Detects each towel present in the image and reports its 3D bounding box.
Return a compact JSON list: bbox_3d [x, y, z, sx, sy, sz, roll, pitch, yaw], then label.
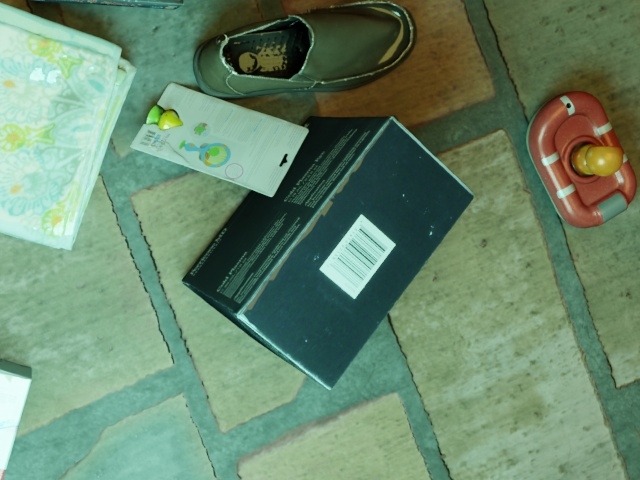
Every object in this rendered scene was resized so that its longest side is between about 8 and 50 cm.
[{"bbox_3d":[-0.492,-0.185,1.542,0.374,0.090,0.321,18,86,-13],"label":"towel"}]

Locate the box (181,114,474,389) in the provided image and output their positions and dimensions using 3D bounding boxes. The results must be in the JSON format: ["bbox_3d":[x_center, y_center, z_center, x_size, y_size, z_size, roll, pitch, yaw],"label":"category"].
[{"bbox_3d":[0.000,0.000,1.540,0.179,0.312,0.343,41,82,-21],"label":"box"}]

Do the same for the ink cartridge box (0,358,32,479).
[{"bbox_3d":[-0.477,0.267,1.532,0.072,0.127,0.175,17,87,-15],"label":"ink cartridge box"}]

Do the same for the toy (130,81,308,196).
[{"bbox_3d":[-0.153,-0.145,1.610,0.237,0.056,0.137,21,61,9],"label":"toy"}]

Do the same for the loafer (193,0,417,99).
[{"bbox_3d":[-0.010,-0.291,1.635,0.365,0.130,0.134,-17,95,-13],"label":"loafer"}]

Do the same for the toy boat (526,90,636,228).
[{"bbox_3d":[0.445,-0.136,1.738,0.151,0.151,0.231,-30,98,-12],"label":"toy boat"}]

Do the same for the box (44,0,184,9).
[{"bbox_3d":[-0.322,-0.435,1.577,0.233,0.044,0.159,-3,91,-26],"label":"box"}]
